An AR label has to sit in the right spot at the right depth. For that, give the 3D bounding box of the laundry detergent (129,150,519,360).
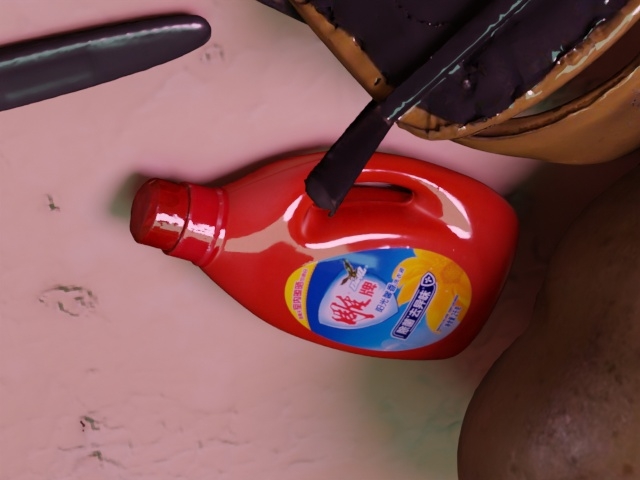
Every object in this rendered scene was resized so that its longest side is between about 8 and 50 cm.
[{"bbox_3d":[0.000,0.000,0.733,0.165,0.049,0.097,15,117,-25],"label":"laundry detergent"}]

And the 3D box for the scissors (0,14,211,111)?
[{"bbox_3d":[-0.149,-0.057,0.664,0.220,0.017,0.088,-15,128,-4],"label":"scissors"}]

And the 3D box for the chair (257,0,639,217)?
[{"bbox_3d":[0.059,-0.106,0.597,0.159,0.172,0.247,-41,171,19],"label":"chair"}]

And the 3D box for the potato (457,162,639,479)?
[{"bbox_3d":[0.213,0.051,0.719,0.326,0.221,0.243,-43,143,15],"label":"potato"}]
